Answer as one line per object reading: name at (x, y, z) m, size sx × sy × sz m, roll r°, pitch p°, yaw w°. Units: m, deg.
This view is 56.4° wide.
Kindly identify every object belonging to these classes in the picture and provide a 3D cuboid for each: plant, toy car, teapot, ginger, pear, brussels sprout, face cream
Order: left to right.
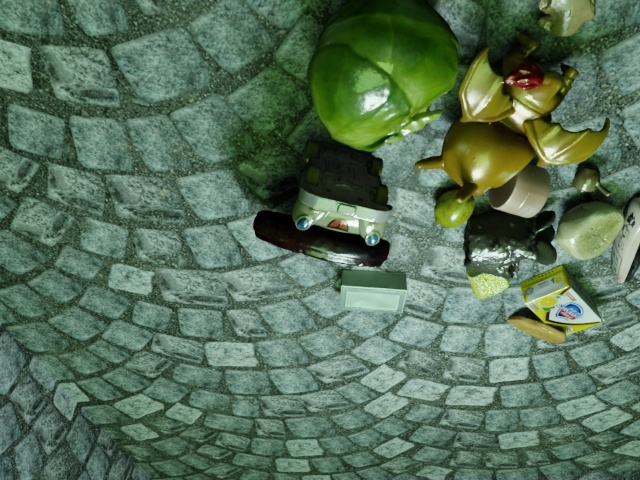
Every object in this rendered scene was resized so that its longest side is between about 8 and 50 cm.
toy car at (0.040, -0.109, 1.602) m, size 0.242 × 0.336 × 0.226 m, roll 13°, pitch 124°, yaw -9°
brussels sprout at (0.122, -0.391, 1.377) m, size 0.315 × 0.276 × 0.371 m, roll 12°, pitch 145°, yaw -27°
pear at (0.397, -0.097, 1.778) m, size 0.107 × 0.107 × 0.131 m, roll 21°, pitch 122°, yaw -17°
plant at (0.577, 0.008, 1.818) m, size 0.276 × 0.199 × 0.188 m, roll -1°, pitch 142°, yaw 10°
face cream at (0.557, -0.147, 1.676) m, size 0.104 × 0.149 × 0.149 m, roll 15°, pitch 135°, yaw -12°
ginger at (0.543, -0.557, 1.304) m, size 0.137 × 0.074 × 0.213 m, roll -11°, pitch 139°, yaw 3°
teapot at (0.775, -0.166, 1.684) m, size 0.085 × 0.110 × 0.080 m, roll -24°, pitch 133°, yaw -36°

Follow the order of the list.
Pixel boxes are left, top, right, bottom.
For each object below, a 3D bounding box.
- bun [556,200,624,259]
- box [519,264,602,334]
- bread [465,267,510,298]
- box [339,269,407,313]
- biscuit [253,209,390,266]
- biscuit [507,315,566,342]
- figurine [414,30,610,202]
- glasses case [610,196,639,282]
bun at (0.797, -0.044, 1.784) m, size 0.178 × 0.128 × 0.193 m, roll 32°, pitch 106°, yaw -35°
box at (0.836, 0.215, 2.073) m, size 0.168 × 0.097 × 0.265 m, roll -29°, pitch 128°, yaw 31°
bread at (0.551, 0.117, 1.984) m, size 0.129 × 0.111 × 0.114 m, roll -31°, pitch 124°, yaw 8°
box at (0.182, 0.180, 2.094) m, size 0.225 × 0.086 × 0.129 m, roll 4°, pitch 136°, yaw 1°
biscuit at (0.000, 0.000, 1.722) m, size 0.407 × 0.407 × 0.091 m, roll 13°, pitch 97°, yaw -10°
biscuit at (0.782, 0.324, 2.157) m, size 0.221 × 0.029 × 0.142 m, roll 18°, pitch 162°, yaw 41°
figurine at (0.431, -0.292, 1.454) m, size 0.401 × 0.268 × 0.387 m, roll 18°, pitch 122°, yaw -29°
glasses case at (0.948, 0.004, 1.825) m, size 0.075 × 0.122 × 0.314 m, roll 2°, pitch 137°, yaw 12°
